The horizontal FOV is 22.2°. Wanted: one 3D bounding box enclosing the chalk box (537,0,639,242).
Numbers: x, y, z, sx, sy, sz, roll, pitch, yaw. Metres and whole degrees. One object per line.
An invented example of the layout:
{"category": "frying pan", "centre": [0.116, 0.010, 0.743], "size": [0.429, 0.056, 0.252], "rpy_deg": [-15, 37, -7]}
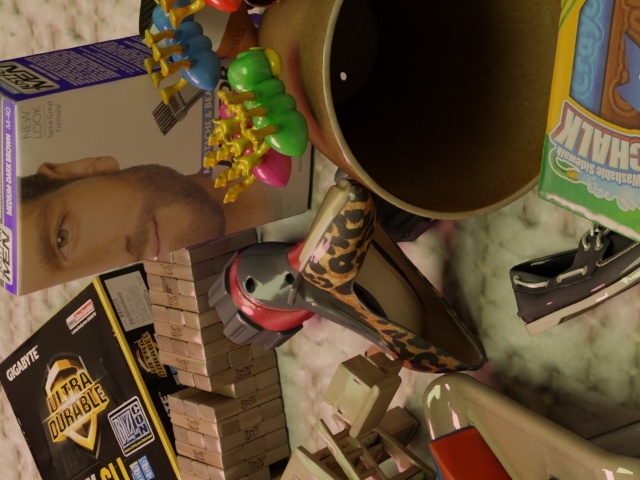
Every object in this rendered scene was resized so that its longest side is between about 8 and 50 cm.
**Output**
{"category": "chalk box", "centre": [0.273, -0.090, 1.091], "size": [0.179, 0.180, 0.289], "rpy_deg": [29, 124, 42]}

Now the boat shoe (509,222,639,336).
{"category": "boat shoe", "centre": [0.216, 0.017, 1.290], "size": [0.206, 0.075, 0.065], "rpy_deg": [-37, 77, 56]}

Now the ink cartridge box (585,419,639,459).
{"category": "ink cartridge box", "centre": [0.340, 0.265, 1.240], "size": [0.303, 0.072, 0.307], "rpy_deg": [-32, 81, 51]}

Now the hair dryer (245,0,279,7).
{"category": "hair dryer", "centre": [-0.021, -0.321, 1.332], "size": [0.223, 0.080, 0.293], "rpy_deg": [-3, 64, 54]}

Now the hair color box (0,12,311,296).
{"category": "hair color box", "centre": [-0.161, -0.087, 1.499], "size": [0.110, 0.339, 0.185], "rpy_deg": [30, 125, 42]}

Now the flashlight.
{"category": "flashlight", "centre": [0.000, 0.000, 1.530], "size": [0.304, 0.103, 0.103], "rpy_deg": [-46, 65, 50]}

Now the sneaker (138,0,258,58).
{"category": "sneaker", "centre": [-0.093, -0.282, 1.512], "size": [0.106, 0.123, 0.290], "rpy_deg": [130, 149, -54]}

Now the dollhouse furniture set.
{"category": "dollhouse furniture set", "centre": [0.075, 0.173, 1.461], "size": [0.101, 0.182, 0.161], "rpy_deg": [38, 120, 22]}

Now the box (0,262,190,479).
{"category": "box", "centre": [-0.256, 0.205, 1.948], "size": [0.322, 0.079, 0.257], "rpy_deg": [-36, 77, 51]}

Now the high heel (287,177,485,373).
{"category": "high heel", "centre": [0.075, 0.033, 1.382], "size": [0.186, 0.093, 0.261], "rpy_deg": [23, 158, 3]}

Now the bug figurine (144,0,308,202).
{"category": "bug figurine", "centre": [-0.077, -0.143, 1.275], "size": [0.216, 0.072, 0.279], "rpy_deg": [63, 167, 6]}

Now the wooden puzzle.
{"category": "wooden puzzle", "centre": [0.188, 0.293, 1.334], "size": [0.348, 0.080, 0.322], "rpy_deg": [16, 123, 67]}

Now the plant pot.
{"category": "plant pot", "centre": [0.054, -0.154, 1.332], "size": [0.254, 0.237, 0.237], "rpy_deg": [22, 121, 62]}

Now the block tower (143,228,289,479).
{"category": "block tower", "centre": [-0.106, 0.140, 1.725], "size": [0.091, 0.097, 0.335], "rpy_deg": [7, 111, 50]}
